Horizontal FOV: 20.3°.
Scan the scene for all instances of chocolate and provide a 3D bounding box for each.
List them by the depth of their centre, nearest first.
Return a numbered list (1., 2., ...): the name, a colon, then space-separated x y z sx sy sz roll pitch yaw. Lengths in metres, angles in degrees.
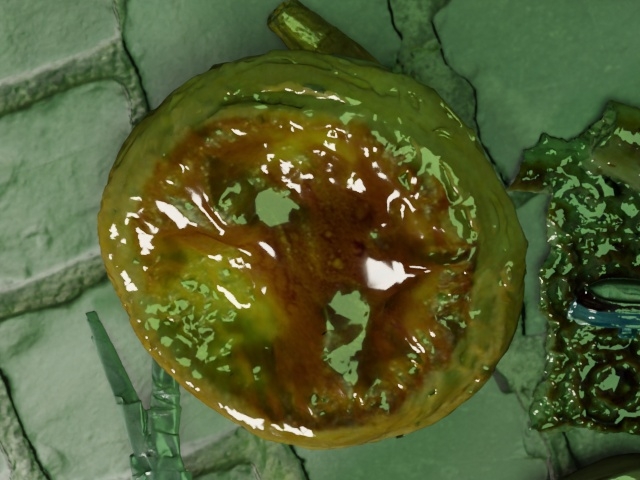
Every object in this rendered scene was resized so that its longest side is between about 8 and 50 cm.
1. chocolate: 0.032 -0.162 1.850 0.219 0.085 0.085 42 98 -11

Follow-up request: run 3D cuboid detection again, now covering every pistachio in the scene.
1. pistachio: 0.314 0.295 1.974 0.186 0.108 0.126 -19 147 8

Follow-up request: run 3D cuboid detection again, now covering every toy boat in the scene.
1. toy boat: 0.332 0.075 1.898 0.137 0.060 0.060 2 133 2

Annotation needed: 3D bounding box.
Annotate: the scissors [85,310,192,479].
1. scissors: -0.176 0.257 1.917 0.256 0.029 0.383 -12 91 19

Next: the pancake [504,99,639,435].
1. pancake: 0.364 0.054 1.939 0.305 0.067 0.426 -7 107 -1

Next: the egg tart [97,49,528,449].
1. egg tart: 0.000 0.000 1.806 0.443 0.178 0.443 7 115 15
